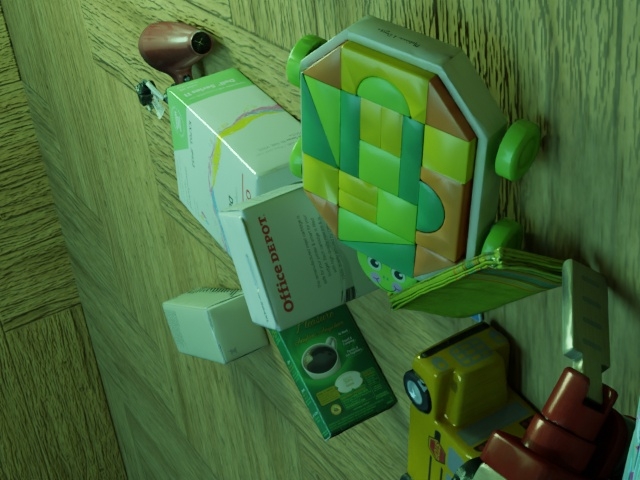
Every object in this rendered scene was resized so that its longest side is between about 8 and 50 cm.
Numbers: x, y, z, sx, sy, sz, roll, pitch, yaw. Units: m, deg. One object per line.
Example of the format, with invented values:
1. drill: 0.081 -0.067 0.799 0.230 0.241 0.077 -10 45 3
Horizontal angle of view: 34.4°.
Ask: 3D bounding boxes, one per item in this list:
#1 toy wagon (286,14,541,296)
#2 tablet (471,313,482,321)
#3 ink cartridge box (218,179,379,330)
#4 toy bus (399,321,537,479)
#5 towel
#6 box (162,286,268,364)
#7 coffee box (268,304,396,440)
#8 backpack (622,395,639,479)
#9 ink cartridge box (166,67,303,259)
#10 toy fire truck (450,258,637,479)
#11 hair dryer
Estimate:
1. toy wagon: 0.081 -0.055 1.063 0.267 0.068 0.344 28 137 28
2. tablet: 0.156 0.056 1.179 0.083 0.006 0.054 33 138 55
3. ink cartridge box: 0.000 0.000 1.218 0.086 0.203 0.148 5 114 65
4. toy bus: 0.171 0.257 1.187 0.130 0.108 0.332 45 148 43
5. towel: 0.163 0.051 1.044 0.237 0.102 0.021 148 132 -64
6. box: -0.200 0.153 1.914 0.275 0.094 0.113 0 110 65
7. coffee box: 0.015 0.173 1.452 0.184 0.113 0.040 61 158 14
8. backpack: 0.304 0.181 0.799 0.115 0.152 0.181 20 116 41
9. ink cartridge box: -0.083 -0.071 1.441 0.353 0.119 0.207 44 145 44
10. toy fire truck: 0.246 0.165 0.909 0.158 0.217 0.246 31 95 55
11. hair dryer: -0.207 -0.252 1.651 0.223 0.080 0.293 45 156 13
